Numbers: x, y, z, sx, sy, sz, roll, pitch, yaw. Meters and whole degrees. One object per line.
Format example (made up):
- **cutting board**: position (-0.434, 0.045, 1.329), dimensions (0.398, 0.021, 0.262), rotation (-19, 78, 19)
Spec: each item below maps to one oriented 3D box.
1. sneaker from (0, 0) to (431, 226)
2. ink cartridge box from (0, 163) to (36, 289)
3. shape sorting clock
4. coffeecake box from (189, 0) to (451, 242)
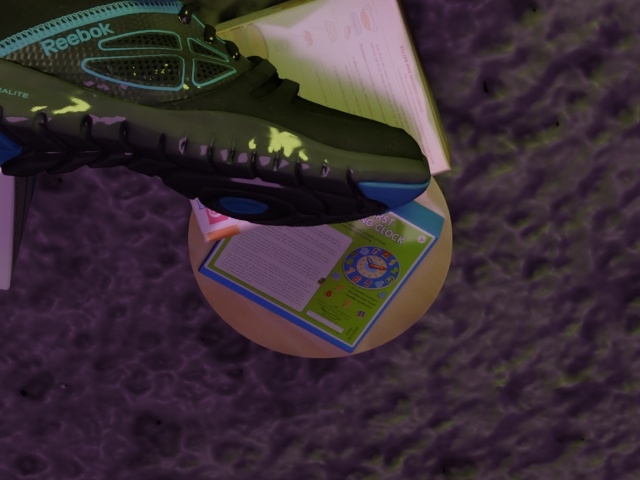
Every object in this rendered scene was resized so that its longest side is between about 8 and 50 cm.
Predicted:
- **sneaker**: position (-0.085, -0.100, 1.001), dimensions (0.340, 0.140, 0.125), rotation (13, 160, -13)
- **ink cartridge box**: position (-0.239, -0.038, 1.086), dimensions (0.060, 0.180, 0.104), rotation (6, 124, -6)
- **shape sorting clock**: position (0.000, 0.000, 1.201), dimensions (0.206, 0.040, 0.206), rotation (1, 119, 2)
- **coffeecake box**: position (-0.016, -0.096, 1.097), dimensions (0.185, 0.068, 0.142), rotation (-16, 104, 9)
